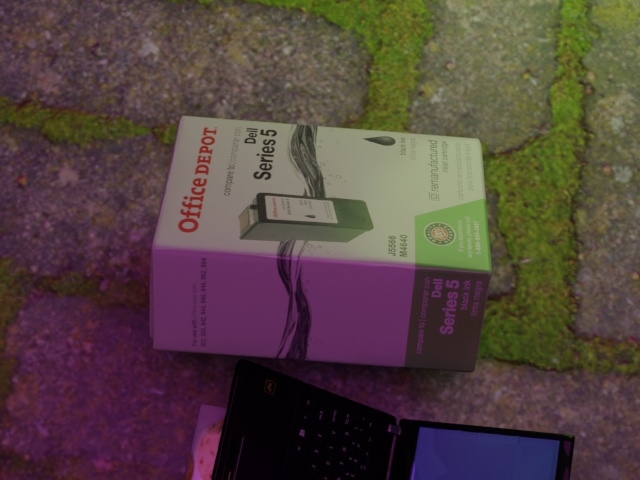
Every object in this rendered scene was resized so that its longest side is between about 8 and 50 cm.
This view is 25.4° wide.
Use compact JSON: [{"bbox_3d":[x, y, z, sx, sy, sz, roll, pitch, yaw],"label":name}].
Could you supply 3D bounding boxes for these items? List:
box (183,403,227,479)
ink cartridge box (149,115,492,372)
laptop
[{"bbox_3d":[-0.099,0.297,1.156,0.067,0.063,0.324,11,68,3],"label":"box"},{"bbox_3d":[0.000,0.000,1.210,0.273,0.114,0.198,4,37,0],"label":"ink cartridge box"},{"bbox_3d":[0.050,0.236,1.140,0.264,0.137,0.234,24,65,-28],"label":"laptop"}]
